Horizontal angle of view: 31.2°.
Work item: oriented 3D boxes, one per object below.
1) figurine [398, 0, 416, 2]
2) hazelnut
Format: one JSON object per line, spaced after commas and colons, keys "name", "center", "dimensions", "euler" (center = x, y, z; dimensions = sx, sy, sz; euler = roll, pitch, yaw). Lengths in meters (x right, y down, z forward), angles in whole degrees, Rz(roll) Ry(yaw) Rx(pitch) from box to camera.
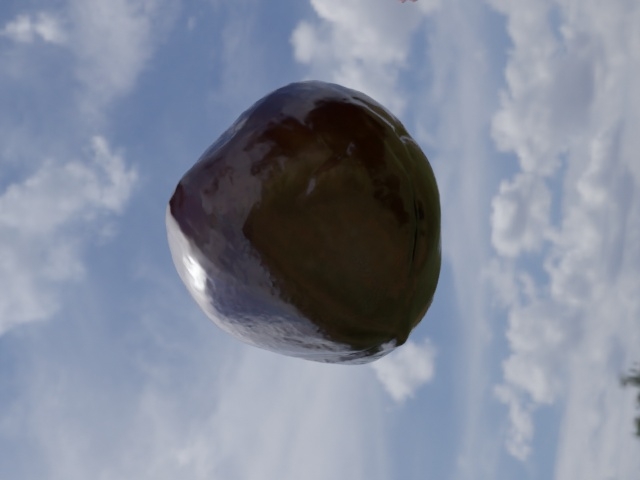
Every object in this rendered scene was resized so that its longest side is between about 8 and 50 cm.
{"name": "figurine", "center": [-0.014, -0.276, 0.736], "dimensions": [0.411, 0.306, 0.241], "euler": [-1, -92, -23]}
{"name": "hazelnut", "center": [0.000, 0.000, 0.894], "dimensions": [0.229, 0.229, 0.229], "euler": [6, -90, -66]}
